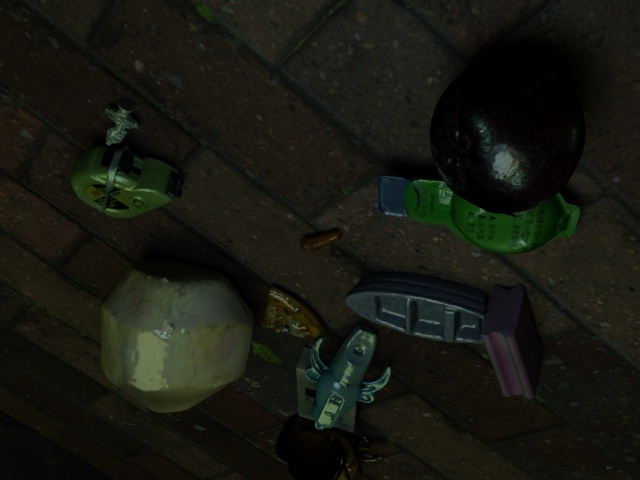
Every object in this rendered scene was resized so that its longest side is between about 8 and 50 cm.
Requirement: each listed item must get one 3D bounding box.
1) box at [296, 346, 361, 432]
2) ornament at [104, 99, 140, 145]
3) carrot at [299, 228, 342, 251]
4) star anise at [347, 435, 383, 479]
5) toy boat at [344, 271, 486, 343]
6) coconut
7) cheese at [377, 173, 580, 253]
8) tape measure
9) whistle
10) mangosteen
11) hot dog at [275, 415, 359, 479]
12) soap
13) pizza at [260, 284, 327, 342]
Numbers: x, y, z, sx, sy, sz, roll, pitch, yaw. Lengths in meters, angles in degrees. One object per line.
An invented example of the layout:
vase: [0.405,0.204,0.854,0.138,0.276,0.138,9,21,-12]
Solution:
box: [0.023,0.366,1.880,0.155,0.067,0.243,14,142,10]
ornament: [-0.368,-0.218,1.419,0.068,0.041,0.092,11,130,11]
carrot: [0.000,0.000,1.487,0.093,0.032,0.032,-17,127,35]
star anise: [0.111,0.634,2.113,0.218,0.148,0.227,-2,146,34]
toy boat: [0.187,0.128,1.499,0.282,0.078,0.127,11,141,17]
coconut: [-0.315,0.217,1.697,0.352,0.353,0.353,15,142,12]
cheese: [0.249,-0.055,1.244,0.320,0.083,0.204,11,142,14]
tape measure: [-0.391,-0.116,1.501,0.200,0.106,0.175,-16,142,44]
whistle: [0.049,0.308,1.708,0.186,0.093,0.274,24,108,-4]
mangosteen: [0.265,-0.145,1.049,0.216,0.216,0.216,15,142,12]
hot dog: [0.011,0.553,2.022,0.107,0.194,0.326,20,-172,-28]
soap: [0.362,0.193,1.446,0.065,0.122,0.203,-1,137,30]
pizza: [-0.089,0.170,1.731,0.176,0.036,0.185,-10,131,36]
